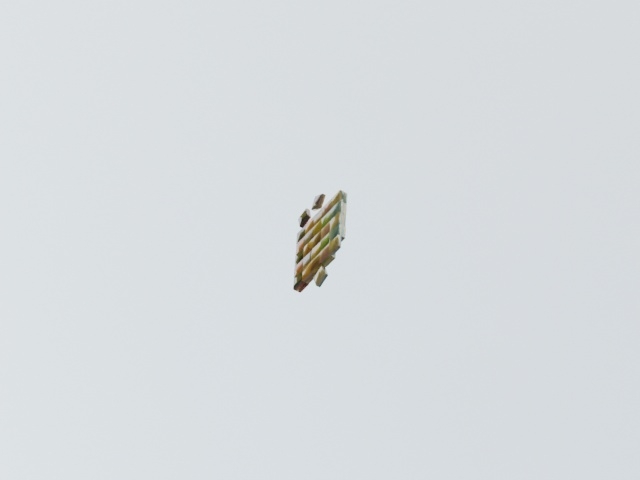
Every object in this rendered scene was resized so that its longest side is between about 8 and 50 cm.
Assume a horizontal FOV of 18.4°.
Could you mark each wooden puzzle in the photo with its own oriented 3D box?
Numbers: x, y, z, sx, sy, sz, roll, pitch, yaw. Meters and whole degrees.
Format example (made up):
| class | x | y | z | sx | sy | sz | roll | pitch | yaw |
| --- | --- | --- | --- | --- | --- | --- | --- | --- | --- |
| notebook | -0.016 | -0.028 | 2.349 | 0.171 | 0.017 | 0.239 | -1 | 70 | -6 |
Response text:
| class | x | y | z | sx | sy | sz | roll | pitch | yaw |
| --- | --- | --- | --- | --- | --- | --- | --- | --- | --- |
| wooden puzzle | 0.000 | 0.000 | 1.228 | 0.049 | 0.006 | 0.083 | -45 | -152 | 38 |
